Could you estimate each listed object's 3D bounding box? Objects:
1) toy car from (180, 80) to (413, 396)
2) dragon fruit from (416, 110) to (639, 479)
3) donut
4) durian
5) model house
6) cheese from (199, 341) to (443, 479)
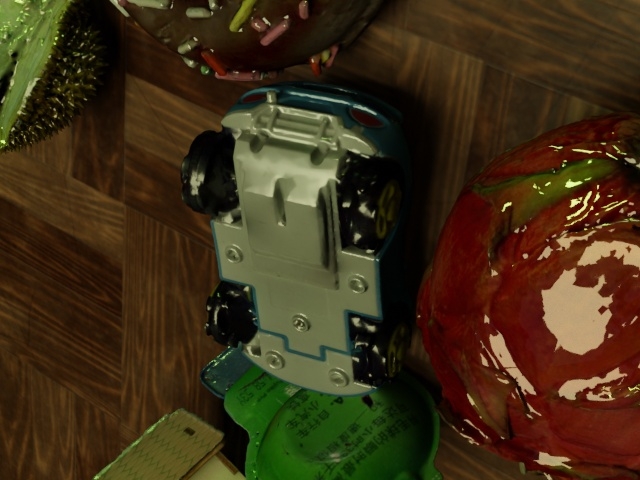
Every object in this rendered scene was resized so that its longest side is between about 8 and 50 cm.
[{"bbox_3d":[0.000,0.000,1.200,0.198,0.166,0.314,12,130,24],"label":"toy car"},{"bbox_3d":[0.211,0.048,0.982,0.277,0.277,0.343,30,132,24],"label":"dragon fruit"},{"bbox_3d":[-0.091,-0.273,1.148,0.345,0.136,0.259,30,127,26],"label":"donut"},{"bbox_3d":[-0.310,-0.209,1.378,0.237,0.138,0.193,-38,87,4],"label":"durian"},{"bbox_3d":[-0.133,0.311,1.414,0.244,0.169,0.326,46,166,13],"label":"model house"},{"bbox_3d":[-0.004,0.182,1.306,0.320,0.204,0.083,33,156,46],"label":"cheese"}]
